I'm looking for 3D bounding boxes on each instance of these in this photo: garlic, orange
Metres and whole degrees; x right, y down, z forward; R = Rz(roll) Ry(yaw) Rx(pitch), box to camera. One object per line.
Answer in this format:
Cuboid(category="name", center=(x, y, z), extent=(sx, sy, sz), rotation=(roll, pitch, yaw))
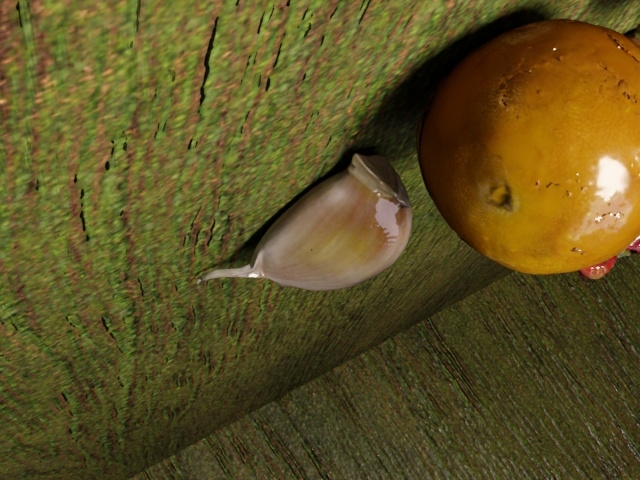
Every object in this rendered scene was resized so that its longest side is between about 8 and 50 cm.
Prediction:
Cuboid(category="garlic", center=(-0.001, 0.004, 1.058), extent=(0.266, 0.148, 0.128), rotation=(-40, -160, 20))
Cuboid(category="orange", center=(0.214, -0.087, 0.872), extent=(0.240, 0.240, 0.240), rotation=(-29, 166, -8))

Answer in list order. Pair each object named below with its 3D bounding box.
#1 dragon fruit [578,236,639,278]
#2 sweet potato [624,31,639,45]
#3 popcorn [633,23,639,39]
Cuboid(category="dragon fruit", center=(0.358, -0.065, 1.278), extent=(0.307, 0.227, 0.243), rotation=(-18, 157, -35))
Cuboid(category="sweet potato", center=(0.324, -0.197, 1.112), extent=(0.214, 0.050, 0.050), rotation=(-27, 167, 3))
Cuboid(category="popcorn", center=(0.385, -0.242, 0.864), extent=(0.142, 0.173, 0.173), rotation=(-27, 169, -49))
